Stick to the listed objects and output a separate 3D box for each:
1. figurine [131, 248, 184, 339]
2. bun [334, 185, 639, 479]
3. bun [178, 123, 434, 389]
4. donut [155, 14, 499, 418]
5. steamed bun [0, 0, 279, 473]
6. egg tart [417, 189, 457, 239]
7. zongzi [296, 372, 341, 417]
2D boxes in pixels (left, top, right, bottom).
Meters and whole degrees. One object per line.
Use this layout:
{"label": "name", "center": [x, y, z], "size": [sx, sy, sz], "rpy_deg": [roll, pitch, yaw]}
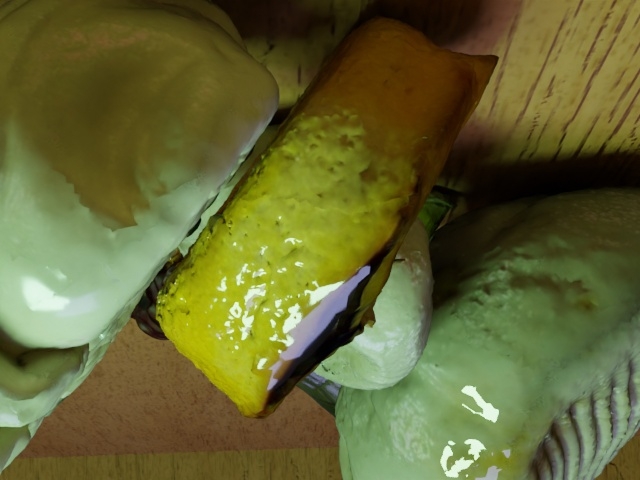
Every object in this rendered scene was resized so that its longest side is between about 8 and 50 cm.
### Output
{"label": "figurine", "center": [-0.131, 0.019, 1.535], "size": [0.240, 0.116, 0.175], "rpy_deg": [4, 166, -25]}
{"label": "bun", "center": [0.148, 0.089, 1.555], "size": [0.219, 0.365, 0.365], "rpy_deg": [38, 179, 17]}
{"label": "bun", "center": [0.000, 0.000, 1.379], "size": [0.231, 0.133, 0.231], "rpy_deg": [37, 163, 14]}
{"label": "donut", "center": [0.008, -0.016, 1.136], "size": [0.118, 0.253, 0.253], "rpy_deg": [39, 161, -3]}
{"label": "steamed bun", "center": [-0.166, -0.037, 1.014], "size": [0.207, 0.268, 0.280], "rpy_deg": [37, -175, -4]}
{"label": "egg tart", "center": [0.059, -0.016, 1.594], "size": [0.105, 0.039, 0.105], "rpy_deg": [-1, 166, 0]}
{"label": "zongzi", "center": [0.013, 0.148, 1.862], "size": [0.248, 0.241, 0.111], "rpy_deg": [6, 166, -31]}
